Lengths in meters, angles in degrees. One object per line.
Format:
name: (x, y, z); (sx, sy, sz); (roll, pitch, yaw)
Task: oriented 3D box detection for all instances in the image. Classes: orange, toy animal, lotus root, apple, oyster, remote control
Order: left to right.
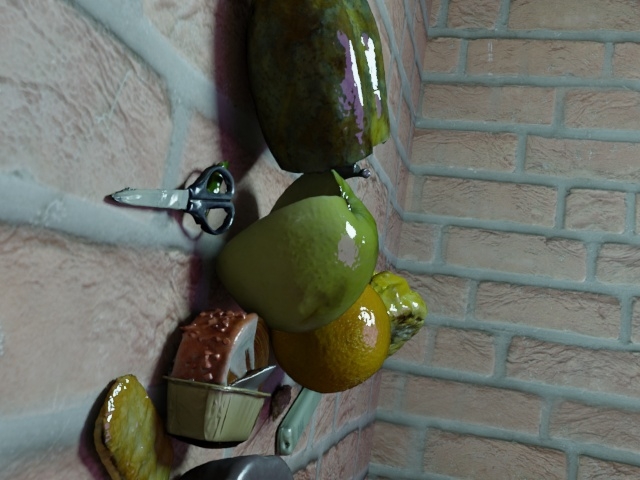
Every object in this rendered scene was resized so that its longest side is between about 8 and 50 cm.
oyster: (-0.100, 0.373, 1.518); (0.081, 0.038, 0.083); (-59, -165, 4)
remote control: (-0.048, 0.448, 1.693); (0.309, 0.038, 0.090); (-47, 140, -66)
apple: (-0.020, 0.027, 1.152); (0.233, 0.257, 0.295); (50, 21, -7)
lotus root: (-0.012, -0.303, 1.129); (0.250, 0.250, 0.346); (-56, 142, -59)
orange: (0.020, 0.194, 1.421); (0.274, 0.274, 0.274); (7, 90, -75)
toy animal: (0.081, -0.259, 1.668); (0.114, 0.146, 0.245); (42, 71, -37)

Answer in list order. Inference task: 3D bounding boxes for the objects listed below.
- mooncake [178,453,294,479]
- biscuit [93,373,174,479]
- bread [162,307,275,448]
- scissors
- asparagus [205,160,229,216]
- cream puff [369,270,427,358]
mooncake: (-0.137, 0.503, 1.037); (0.306, 0.154, 0.306); (41, 41, -48)
biscuit: (-0.255, 0.285, 0.896); (0.118, 0.029, 0.247); (-77, 165, -46)
bread: (-0.151, 0.216, 1.030); (0.224, 0.142, 0.212); (49, 52, -69)
scissors: (-0.200, -0.058, 0.922); (0.300, 0.022, 0.109); (-7, 100, -68)
asparagus: (-0.173, -0.084, 1.044); (0.025, 0.021, 0.108); (61, 39, -53)
cream puff: (0.104, 0.180, 1.717); (0.291, 0.257, 0.324); (-39, 149, 5)
